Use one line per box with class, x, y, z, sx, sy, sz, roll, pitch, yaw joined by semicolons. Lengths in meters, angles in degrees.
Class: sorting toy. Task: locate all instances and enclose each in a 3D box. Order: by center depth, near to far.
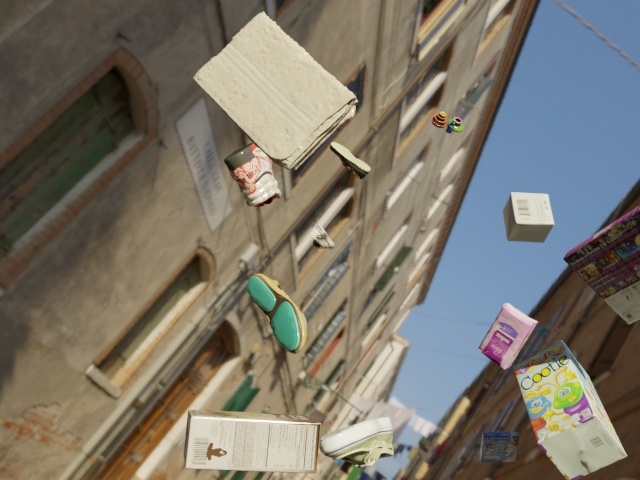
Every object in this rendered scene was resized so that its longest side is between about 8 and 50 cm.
sorting toy;0.366;-0.338;1.830;0.102;0.061;0.042;6;-42;-15

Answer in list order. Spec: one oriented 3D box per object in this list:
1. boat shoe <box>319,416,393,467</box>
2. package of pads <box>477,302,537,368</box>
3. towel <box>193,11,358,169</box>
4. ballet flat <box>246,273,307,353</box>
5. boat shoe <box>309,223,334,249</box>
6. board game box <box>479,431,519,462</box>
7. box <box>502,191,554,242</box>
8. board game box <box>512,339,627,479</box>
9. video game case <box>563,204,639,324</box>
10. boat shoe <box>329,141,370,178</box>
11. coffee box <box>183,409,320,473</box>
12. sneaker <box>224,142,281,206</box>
boat shoe;0.097;0.449;1.422;0.302;0.109;0.094;16;52;-60
package of pads;0.264;0.135;0.914;0.050;0.083;0.032;37;23;30
towel;-0.082;-0.269;1.167;0.282;0.187;0.049;47;1;19
ballet flat;-0.071;0.143;1.309;0.073;0.080;0.232;18;23;-41
boat shoe;0.000;0.000;1.270;0.035;0.035;0.100;50;-2;22
board game box;0.458;0.531;1.657;0.090;0.020;0.090;-1;-61;0
box;0.536;-0.058;1.672;0.102;0.101;0.087;3;-35;-2
board game box;0.570;0.390;1.509;0.144;0.142;0.275;50;20;-17
video game case;0.675;0.053;1.372;0.210;0.042;0.232;45;-40;3
boat shoe;0.076;-0.222;1.796;0.133;0.049;0.042;39;-55;0
coffee box;-0.137;0.391;1.263;0.247;0.098;0.141;7;-10;-13
sneaker;-0.151;-0.163;1.573;0.145;0.090;0.270;63;13;-12
